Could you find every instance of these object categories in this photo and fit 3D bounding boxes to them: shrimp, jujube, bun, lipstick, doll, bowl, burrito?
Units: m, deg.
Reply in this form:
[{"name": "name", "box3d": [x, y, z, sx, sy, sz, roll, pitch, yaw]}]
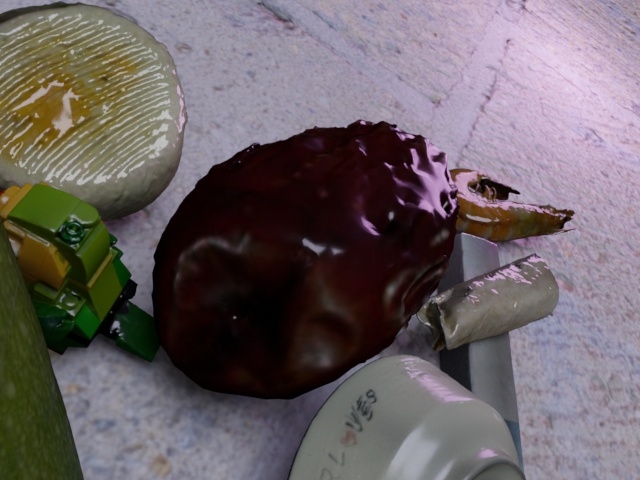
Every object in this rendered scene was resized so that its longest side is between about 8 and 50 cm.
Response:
[{"name": "shrimp", "box3d": [0.290, -0.051, 0.948, 0.249, 0.068, 0.150, 12, 49, -17]}, {"name": "jujube", "box3d": [0.000, 0.000, 0.624, 0.258, 0.258, 0.377, 43, 48, 3]}, {"name": "bun", "box3d": [-0.260, -0.131, 0.631, 0.244, 0.153, 0.243, 6, 77, -28]}, {"name": "lipstick", "box3d": [0.195, 0.139, 0.760, 0.068, 0.066, 0.317, 17, 52, -16]}, {"name": "doll", "box3d": [-0.222, 0.030, 0.531, 0.134, 0.186, 0.106, 12, 49, 14]}, {"name": "bowl", "box3d": [0.094, 0.230, 0.529, 0.238, 0.126, 0.237, -5, 98, -37]}, {"name": "burrito", "box3d": [0.202, 0.077, 0.722, 0.226, 0.060, 0.087, -13, 60, -32]}]

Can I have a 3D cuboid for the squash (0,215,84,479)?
[{"name": "squash", "box3d": [-0.298, 0.034, 0.307, 0.263, 0.263, 0.384, -26, 118, -39]}]
